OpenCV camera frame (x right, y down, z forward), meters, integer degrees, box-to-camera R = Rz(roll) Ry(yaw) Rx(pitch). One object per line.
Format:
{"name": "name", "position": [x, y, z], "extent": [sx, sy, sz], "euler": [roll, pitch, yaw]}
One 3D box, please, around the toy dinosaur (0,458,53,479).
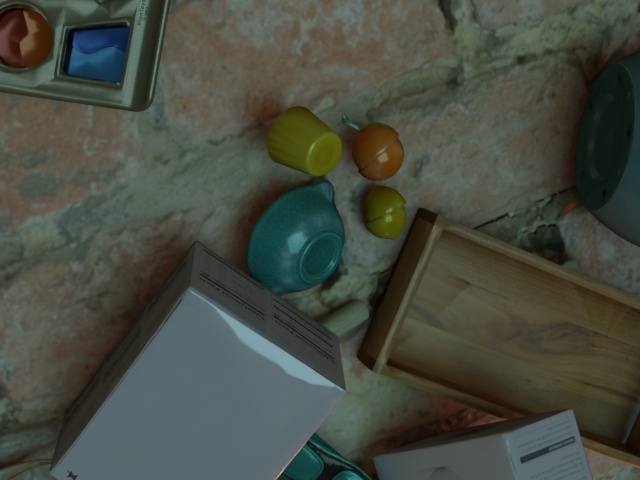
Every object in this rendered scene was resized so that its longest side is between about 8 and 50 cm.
{"name": "toy dinosaur", "position": [-0.377, 0.268, 1.513], "extent": [0.183, 0.053, 0.092], "euler": [-35, 130, -4]}

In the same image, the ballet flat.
{"name": "ballet flat", "position": [0.000, 0.277, 1.642], "extent": [0.083, 0.087, 0.247], "euler": [-44, 105, 10]}

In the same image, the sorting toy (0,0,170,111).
{"name": "sorting toy", "position": [-0.259, -0.298, 1.418], "extent": [0.229, 0.041, 0.307], "euler": [7, 100, -25]}

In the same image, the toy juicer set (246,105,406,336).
{"name": "toy juicer set", "position": [0.000, 0.000, 1.594], "extent": [0.209, 0.089, 0.329], "euler": [-8, 120, -43]}

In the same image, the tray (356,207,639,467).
{"name": "tray", "position": [0.271, 0.128, 1.710], "extent": [0.411, 0.076, 0.203], "euler": [21, 93, -19]}

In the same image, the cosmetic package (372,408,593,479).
{"name": "cosmetic package", "position": [0.210, 0.336, 1.626], "extent": [0.138, 0.224, 0.225], "euler": [-10, 84, -42]}

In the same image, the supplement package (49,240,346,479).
{"name": "supplement package", "position": [-0.131, 0.177, 1.478], "extent": [0.204, 0.145, 0.262], "euler": [34, 105, -14]}

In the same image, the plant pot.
{"name": "plant pot", "position": [0.449, -0.107, 1.648], "extent": [0.235, 0.293, 0.293], "euler": [7, 100, -11]}
